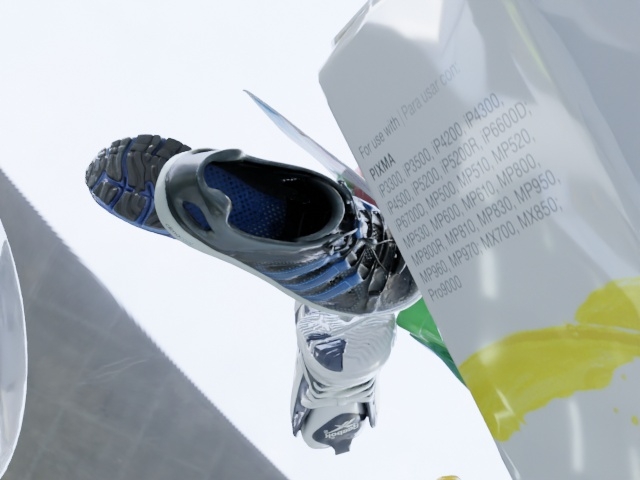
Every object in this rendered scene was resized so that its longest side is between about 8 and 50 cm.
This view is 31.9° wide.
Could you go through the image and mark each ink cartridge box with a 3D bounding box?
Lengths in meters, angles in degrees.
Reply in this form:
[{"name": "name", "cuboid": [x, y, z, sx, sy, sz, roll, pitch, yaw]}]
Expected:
[{"name": "ink cartridge box", "cuboid": [0.212, 0.022, 0.457, 0.279, 0.160, 0.385, -24, -97, -24]}]

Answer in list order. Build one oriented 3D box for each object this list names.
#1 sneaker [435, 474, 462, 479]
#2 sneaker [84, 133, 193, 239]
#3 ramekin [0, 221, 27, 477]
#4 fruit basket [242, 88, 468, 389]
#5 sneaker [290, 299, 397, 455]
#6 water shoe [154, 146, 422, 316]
[{"name": "sneaker", "cuboid": [0.022, 0.241, 0.837, 0.225, 0.088, 0.093, -21, -106, 6]}, {"name": "sneaker", "cuboid": [-0.092, -0.020, 0.938, 0.221, 0.087, 0.083, 19, -113, 0]}, {"name": "ramekin", "cuboid": [-0.315, 0.057, 0.772, 0.127, 0.273, 0.273, -11, -94, 7]}, {"name": "fruit basket", "cuboid": [0.099, 0.016, 1.074, 0.353, 0.327, 0.165, 33, -93, 27]}, {"name": "sneaker", "cuboid": [0.021, 0.137, 1.042, 0.094, 0.235, 0.153, -7, -81, -11]}, {"name": "water shoe", "cuboid": [0.000, 0.000, 0.673, 0.203, 0.080, 0.073, 17, -104, -30]}]
